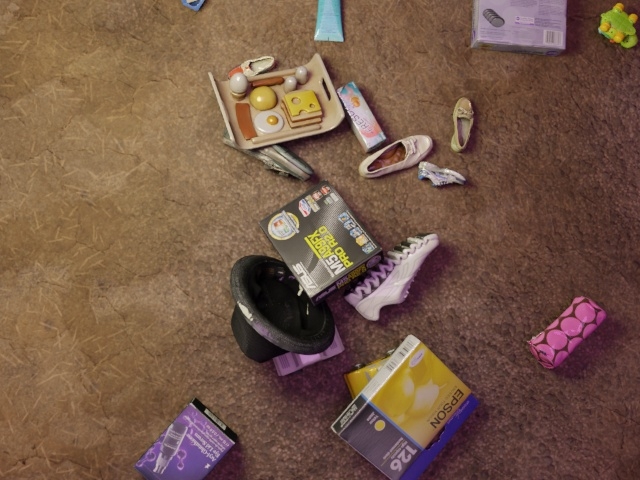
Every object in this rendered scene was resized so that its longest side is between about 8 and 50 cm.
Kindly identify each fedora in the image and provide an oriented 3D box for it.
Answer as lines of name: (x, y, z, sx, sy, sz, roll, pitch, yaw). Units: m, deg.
fedora: (-0.120, 0.189, 1.569, 0.334, 0.334, 0.152, 38, 114, 0)

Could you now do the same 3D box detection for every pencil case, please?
pencil case: (0.649, 0.239, 1.697, 0.209, 0.095, 0.098, -41, 73, -9)

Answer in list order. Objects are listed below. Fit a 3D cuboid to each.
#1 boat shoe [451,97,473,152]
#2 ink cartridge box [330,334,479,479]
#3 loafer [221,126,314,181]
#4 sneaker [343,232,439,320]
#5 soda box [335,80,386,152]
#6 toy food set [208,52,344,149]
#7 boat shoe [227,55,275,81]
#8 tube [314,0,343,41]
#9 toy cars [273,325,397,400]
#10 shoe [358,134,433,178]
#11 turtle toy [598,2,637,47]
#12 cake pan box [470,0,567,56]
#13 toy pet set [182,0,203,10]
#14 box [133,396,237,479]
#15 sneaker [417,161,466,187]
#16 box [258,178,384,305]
boat shoe: (0.390, -0.318, 1.751, 0.056, 0.048, 0.153, 13, 84, -3)
ink cartridge box: (0.232, 0.445, 1.605, 0.307, 0.072, 0.304, 43, 83, -19)
loafer: (-0.141, -0.227, 1.696, 0.267, 0.096, 0.084, 36, 103, 7)
sneaker: (0.202, 0.091, 1.678, 0.292, 0.110, 0.118, -40, 96, 2)
soda box: (0.106, -0.330, 1.725, 0.058, 0.063, 0.183, -30, 87, -6)
toy food set: (-0.113, -0.370, 1.651, 0.305, 0.092, 0.220, -15, 67, -15)
boat shoe: (-0.187, -0.463, 1.729, 0.136, 0.043, 0.049, -18, 88, -4)
tube: (0.025, -0.652, 1.762, 0.080, 0.052, 0.207, 1, 90, 1)
toy cars: (0.063, 0.315, 1.647, 0.393, 0.087, 0.177, 19, 83, -2)
shoe: (0.208, -0.225, 1.724, 0.219, 0.058, 0.077, -26, 87, -6)
turtle toy: (0.838, -0.592, 1.800, 0.130, 0.066, 0.095, 38, 83, 0)
cake pan box: (0.560, -0.650, 1.787, 0.266, 0.070, 0.246, 3, 86, -4)
toy pet set: (-0.348, -0.682, 1.743, 0.122, 0.065, 0.114, -20, 51, -8)
box: (-0.331, 0.521, 1.590, 0.153, 0.108, 0.207, 41, 83, 0)
sneaker: (0.326, -0.168, 1.737, 0.135, 0.052, 0.058, 18, 93, 5)
box: (0.000, 0.000, 1.630, 0.216, 0.060, 0.270, -32, 59, -6)
